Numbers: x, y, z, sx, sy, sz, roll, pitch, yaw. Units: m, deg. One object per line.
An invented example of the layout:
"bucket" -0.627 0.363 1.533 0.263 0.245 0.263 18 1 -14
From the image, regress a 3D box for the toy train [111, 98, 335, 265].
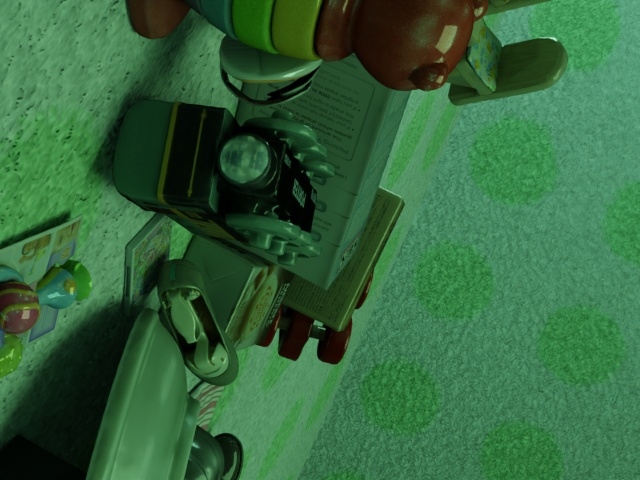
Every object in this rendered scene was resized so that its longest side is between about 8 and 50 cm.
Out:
"toy train" -0.093 -0.061 1.102 0.334 0.190 0.142 47 53 -80

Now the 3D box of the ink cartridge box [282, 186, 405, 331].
"ink cartridge box" 0.000 0.000 1.636 0.235 0.193 0.088 -64 171 1

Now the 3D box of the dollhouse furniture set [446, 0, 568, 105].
"dollhouse furniture set" 0.195 -0.412 1.103 0.362 0.256 0.394 37 57 -44

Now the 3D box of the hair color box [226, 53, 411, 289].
"hair color box" -0.006 -0.138 1.327 0.113 0.185 0.375 -50 162 -52

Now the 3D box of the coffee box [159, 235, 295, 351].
"coffee box" -0.127 0.075 1.469 0.141 0.098 0.246 -65 169 6

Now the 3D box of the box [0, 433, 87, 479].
"box" -0.354 0.368 1.092 0.184 0.103 0.261 -52 163 -56

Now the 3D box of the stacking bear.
"stacking bear" -0.004 -0.223 0.892 0.175 0.289 0.164 -59 168 -23

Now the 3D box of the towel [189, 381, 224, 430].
"towel" -0.216 0.322 1.787 0.197 0.029 0.144 -69 168 22

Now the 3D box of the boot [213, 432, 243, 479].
"boot" -0.233 0.464 1.851 0.263 0.091 0.229 -60 170 -10

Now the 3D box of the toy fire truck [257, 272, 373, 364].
"toy fire truck" -0.018 0.061 1.858 0.254 0.169 0.302 -93 -160 -60

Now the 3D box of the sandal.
"sandal" -0.051 -0.181 1.057 0.265 0.101 0.076 -97 -170 -67

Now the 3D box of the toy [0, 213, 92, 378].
"toy" -0.276 0.072 0.904 0.237 0.056 0.137 -40 152 -64

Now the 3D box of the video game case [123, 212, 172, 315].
"video game case" -0.206 0.024 1.227 0.087 0.011 0.122 -54 165 -42

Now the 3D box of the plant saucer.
"plant saucer" -0.214 0.285 1.222 0.400 0.100 0.401 -166 -90 -85

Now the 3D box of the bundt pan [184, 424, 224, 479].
"bundt pan" -0.246 0.424 1.552 0.331 0.124 0.331 24 90 -84

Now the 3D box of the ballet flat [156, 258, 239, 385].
"ballet flat" -0.156 0.121 1.281 0.068 0.072 0.213 -98 172 -56
